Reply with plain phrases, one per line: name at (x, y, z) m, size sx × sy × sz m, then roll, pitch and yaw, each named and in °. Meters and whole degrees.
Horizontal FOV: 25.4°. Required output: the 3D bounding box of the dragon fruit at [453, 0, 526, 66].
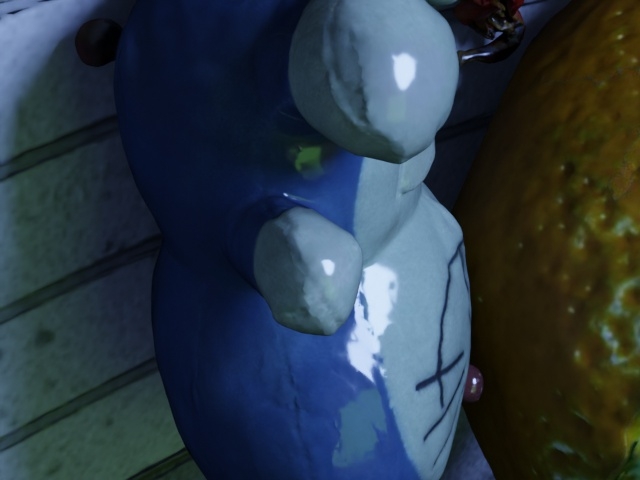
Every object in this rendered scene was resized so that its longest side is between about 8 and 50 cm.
dragon fruit at (0.082, -0.138, 0.620) m, size 0.094 × 0.094 × 0.190 m, roll -33°, pitch 148°, yaw -28°

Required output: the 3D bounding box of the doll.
doll at (0.000, 0.000, 0.559) m, size 0.154 × 0.228 × 0.258 m, roll -8°, pitch 121°, yaw 10°

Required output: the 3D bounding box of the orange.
orange at (0.164, -0.003, 0.696) m, size 0.262 × 0.196 × 0.334 m, roll 75°, pitch 33°, yaw -57°
